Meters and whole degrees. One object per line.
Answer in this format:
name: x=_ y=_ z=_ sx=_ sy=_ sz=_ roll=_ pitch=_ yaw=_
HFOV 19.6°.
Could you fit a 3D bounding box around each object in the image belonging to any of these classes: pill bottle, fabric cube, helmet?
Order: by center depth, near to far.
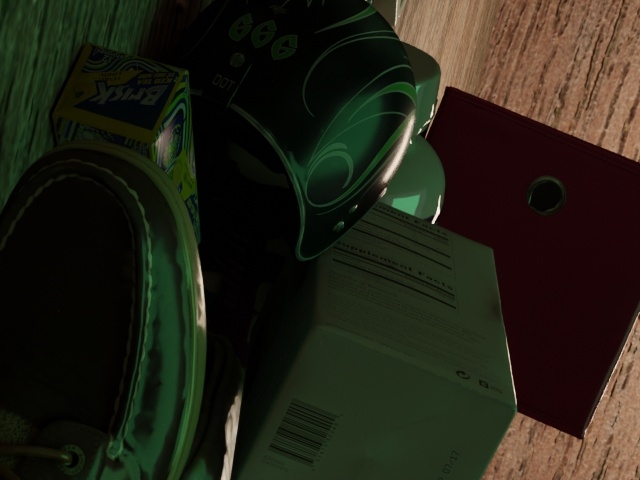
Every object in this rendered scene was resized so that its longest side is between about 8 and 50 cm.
helmet: x=-0.018 y=-0.084 z=1.154 sx=0.161 sy=0.169 sz=0.169 roll=-48 pitch=157 yaw=-36
pill bottle: x=0.000 y=0.000 z=1.388 sx=0.169 sy=0.169 sz=0.302 roll=-57 pitch=160 yaw=-65
fabric cube: x=0.193 y=0.013 z=1.823 sx=0.259 sy=0.254 sz=0.258 roll=-29 pitch=142 yaw=-82

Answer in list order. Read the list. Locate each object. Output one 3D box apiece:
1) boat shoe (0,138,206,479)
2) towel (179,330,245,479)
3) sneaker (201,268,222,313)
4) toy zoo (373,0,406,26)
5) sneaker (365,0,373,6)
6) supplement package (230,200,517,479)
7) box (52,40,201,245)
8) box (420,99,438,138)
boat shoe: x=-0.143 y=0.122 z=0.849 sx=0.123 sy=0.123 sz=0.342 roll=-10 pitch=118 yaw=-79
towel: x=-0.061 y=0.274 z=1.199 sx=0.320 sy=0.090 sz=0.374 roll=-68 pitch=146 yaw=-73
sneaker: x=-0.106 y=0.056 z=1.167 sx=0.152 sy=0.058 sz=0.085 roll=-7 pitch=110 yaw=-81
toy zoo: x=0.098 y=-0.355 z=1.897 sx=0.192 sy=0.030 sz=0.293 roll=97 pitch=11 yaw=-45
sneaker: x=0.019 y=-0.099 z=1.522 sx=0.105 sy=0.115 sz=0.281 roll=-53 pitch=157 yaw=-69
supplement package: x=0.032 y=0.082 z=1.198 sx=0.244 sy=0.134 sz=0.139 roll=-87 pitch=-159 yaw=-68
box: x=-0.104 y=-0.031 z=1.020 sx=0.169 sy=0.059 sz=0.054 roll=91 pitch=18 yaw=-58
box: x=0.027 y=0.012 z=1.838 sx=0.201 sy=0.057 sz=0.293 roll=-61 pitch=172 yaw=-49
